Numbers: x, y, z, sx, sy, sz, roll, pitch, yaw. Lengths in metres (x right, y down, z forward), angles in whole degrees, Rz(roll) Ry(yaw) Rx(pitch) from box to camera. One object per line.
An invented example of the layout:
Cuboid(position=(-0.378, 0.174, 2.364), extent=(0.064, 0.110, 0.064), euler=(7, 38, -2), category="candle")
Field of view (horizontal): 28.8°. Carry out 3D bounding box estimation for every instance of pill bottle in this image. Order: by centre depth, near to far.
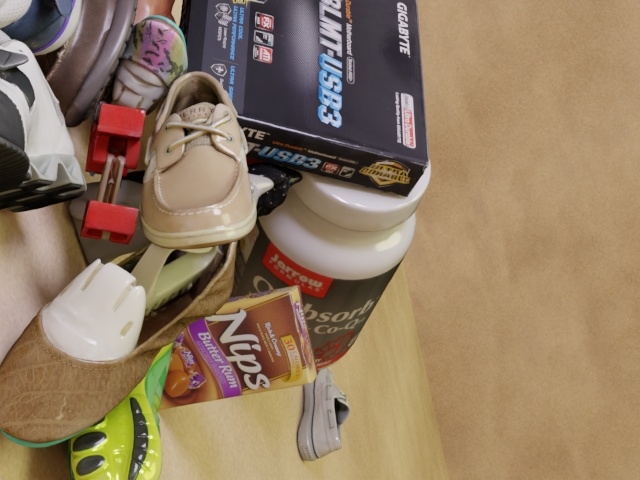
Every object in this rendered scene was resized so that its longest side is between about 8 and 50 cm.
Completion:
Cuboid(position=(0.000, 0.000, 1.610), extent=(0.363, 0.210, 0.210), euler=(115, -22, -50), category="pill bottle")

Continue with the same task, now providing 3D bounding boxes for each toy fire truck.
Cuboid(position=(-0.205, -0.064, 1.215), extent=(0.192, 0.047, 0.135), euler=(172, -73, -75), category="toy fire truck")

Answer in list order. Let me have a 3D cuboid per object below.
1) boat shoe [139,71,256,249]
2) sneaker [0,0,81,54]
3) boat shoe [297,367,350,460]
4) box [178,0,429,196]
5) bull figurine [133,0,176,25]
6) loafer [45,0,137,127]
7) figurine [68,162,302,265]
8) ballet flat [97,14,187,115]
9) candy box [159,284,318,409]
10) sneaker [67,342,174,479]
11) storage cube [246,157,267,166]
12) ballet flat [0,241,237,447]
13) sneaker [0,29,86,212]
Cuboid(position=(-0.119, -0.081, 1.183), extent=(0.302, 0.109, 0.098), euler=(-99, -175, -66), category="boat shoe")
Cuboid(position=(-0.296, -0.333, 1.098), extent=(0.236, 0.130, 0.323), euler=(20, 65, -80), category="sneaker")
Cuboid(position=(0.015, 0.286, 2.075), extent=(0.226, 0.075, 0.083), euler=(-82, 158, -56), category="boat shoe")
Cuboid(position=(-0.022, -0.211, 1.469), extent=(0.073, 0.293, 0.296), euler=(121, -23, -48), category="box")
Cuboid(position=(-0.219, -0.330, 1.498), extent=(0.188, 0.101, 0.310), euler=(28, 60, -79), category="bull figurine")
Cuboid(position=(-0.263, -0.287, 1.305), extent=(0.134, 0.130, 0.366), euler=(137, -39, -57), category="loafer")
Cuboid(position=(-0.139, -0.042, 1.361), extent=(0.215, 0.209, 0.092), euler=(-34, 112, -76), category="figurine")
Cuboid(position=(-0.199, -0.165, 1.342), extent=(0.079, 0.077, 0.221), euler=(-59, -170, -22), category="ballet flat")
Cuboid(position=(-0.105, 0.122, 1.422), extent=(0.053, 0.186, 0.109), euler=(-38, 115, -77), category="candy box")
Cuboid(position=(-0.202, 0.164, 1.211), extent=(0.295, 0.109, 0.123), euler=(-92, -166, -54), category="sneaker")
Cuboid(position=(-0.091, -0.167, 1.712), extent=(0.193, 0.215, 0.184), euler=(70, 13, -60), category="storage cube")
Cuboid(position=(-0.173, 0.058, 1.143), extent=(0.342, 0.116, 0.124), euler=(-36, 157, -54), category="ballet flat")
Cuboid(position=(-0.284, -0.106, 1.000), extent=(0.330, 0.122, 0.146), euler=(53, 25, -87), category="sneaker")
